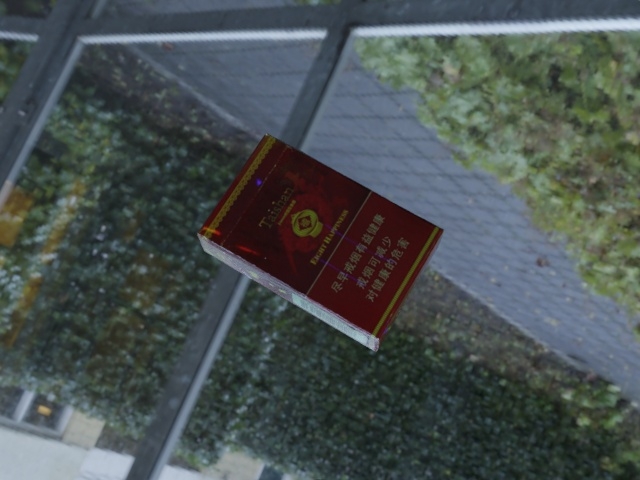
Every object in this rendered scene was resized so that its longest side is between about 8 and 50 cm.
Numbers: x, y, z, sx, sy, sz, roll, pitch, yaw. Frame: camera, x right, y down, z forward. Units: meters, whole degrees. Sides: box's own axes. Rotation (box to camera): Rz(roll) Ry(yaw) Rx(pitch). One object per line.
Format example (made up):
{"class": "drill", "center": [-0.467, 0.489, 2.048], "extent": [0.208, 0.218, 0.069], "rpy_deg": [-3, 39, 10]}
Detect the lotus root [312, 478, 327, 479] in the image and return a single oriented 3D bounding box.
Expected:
{"class": "lotus root", "center": [0.033, 0.223, 0.531], "extent": [0.186, 0.186, 0.186], "rpy_deg": [23, 169, 5]}

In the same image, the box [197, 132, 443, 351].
{"class": "box", "center": [0.000, 0.000, 0.339], "extent": [0.082, 0.052, 0.023], "rpy_deg": [29, 163, 11]}
